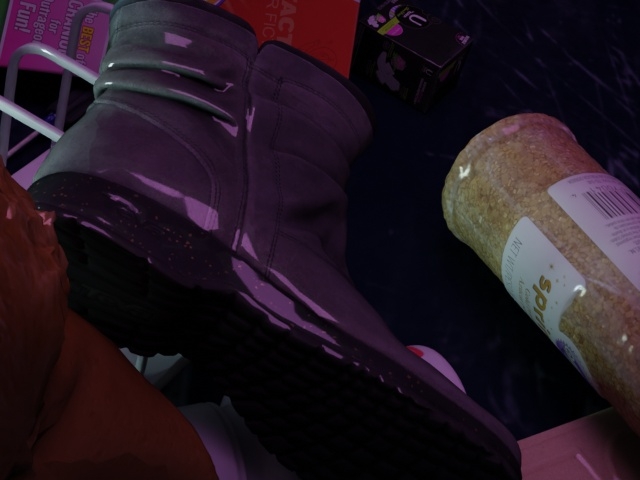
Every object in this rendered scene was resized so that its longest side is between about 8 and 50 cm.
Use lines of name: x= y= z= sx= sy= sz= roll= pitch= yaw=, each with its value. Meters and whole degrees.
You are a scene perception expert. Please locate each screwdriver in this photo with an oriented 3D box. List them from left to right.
screwdriver: x=-0.217 y=-0.073 z=1.225 sx=0.025 sy=0.024 sz=0.170 roll=5 pitch=35 yaw=30

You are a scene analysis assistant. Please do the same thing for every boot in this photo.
boot: x=0.000 y=0.000 z=0.952 sx=0.338 sy=0.118 sz=0.223 roll=37 pitch=46 yaw=-15

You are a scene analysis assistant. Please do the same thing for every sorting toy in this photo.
sorting toy: x=0.212 y=0.196 z=1.078 sx=0.208 sy=0.038 sz=0.193 roll=-11 pitch=49 yaw=-35

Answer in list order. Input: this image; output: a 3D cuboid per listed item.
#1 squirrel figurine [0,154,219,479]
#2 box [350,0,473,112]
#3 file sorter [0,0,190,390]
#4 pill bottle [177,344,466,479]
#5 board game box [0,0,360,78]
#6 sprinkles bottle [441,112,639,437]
squirrel figurine: x=-0.273 y=0.052 z=0.803 sx=0.370 sy=0.397 sz=0.281 roll=31 pitch=51 yaw=33
box: x=0.076 y=-0.159 z=1.397 sx=0.083 sy=0.052 sz=0.062 roll=33 pitch=45 yaw=15
file sorter: x=-0.174 y=-0.001 z=1.047 sx=0.192 sy=0.173 sz=0.277 roll=31 pitch=43 yaw=15
pill bottle: x=-0.005 y=0.129 z=1.015 sx=0.180 sy=0.108 sz=0.108 roll=-7 pitch=47 yaw=-26
board game box: x=-0.121 y=-0.239 z=1.275 sx=0.316 sy=0.242 sz=0.064 roll=6 pitch=9 yaw=-14
sprinkles bottle: x=0.218 y=0.050 z=1.132 sx=0.121 sy=0.121 sz=0.355 roll=-8 pitch=38 yaw=-27
